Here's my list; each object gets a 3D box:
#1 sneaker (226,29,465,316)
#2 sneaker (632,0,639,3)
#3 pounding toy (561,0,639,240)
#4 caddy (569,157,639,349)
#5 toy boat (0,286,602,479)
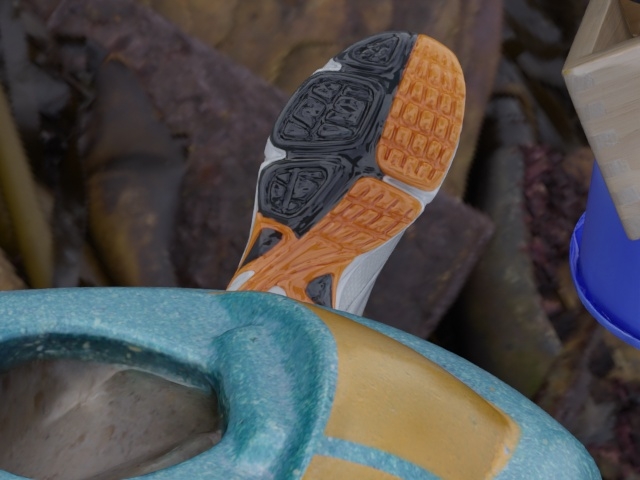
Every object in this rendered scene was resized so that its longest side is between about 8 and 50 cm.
[{"bbox_3d":[0.000,0.000,0.842,0.099,0.121,0.262,29,91,4],"label":"sneaker"},{"bbox_3d":[0.082,-0.143,0.268,0.226,0.086,0.163,32,62,-66],"label":"sneaker"},{"bbox_3d":[0.201,-0.064,0.586,0.094,0.181,0.206,64,25,-17],"label":"pounding toy"},{"bbox_3d":[0.356,0.008,1.099,0.341,0.179,0.241,23,48,31],"label":"caddy"},{"bbox_3d":[-0.019,0.103,0.352,0.267,0.148,0.318,0,31,-18],"label":"toy boat"}]
